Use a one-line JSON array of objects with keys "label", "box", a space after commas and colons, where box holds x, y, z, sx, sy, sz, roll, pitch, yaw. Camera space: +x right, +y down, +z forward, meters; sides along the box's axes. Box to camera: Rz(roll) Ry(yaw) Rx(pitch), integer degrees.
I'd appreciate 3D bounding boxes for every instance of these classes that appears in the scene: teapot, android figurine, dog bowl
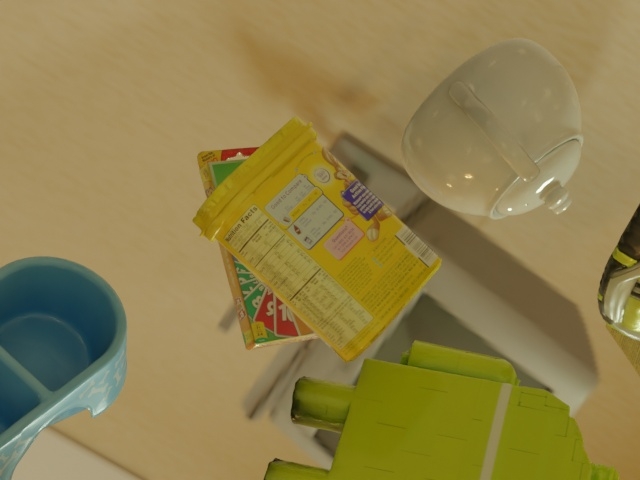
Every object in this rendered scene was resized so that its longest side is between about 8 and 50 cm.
[{"label": "teapot", "box": [0.235, -0.115, 1.633, 0.256, 0.187, 0.252, -26, 158, -34]}, {"label": "android figurine", "box": [0.098, 0.187, 1.051, 0.056, 0.272, 0.248, 85, 18, -49]}, {"label": "dog bowl", "box": [-0.292, 0.119, 1.180, 0.297, 0.166, 0.074, -39, 164, -43]}]

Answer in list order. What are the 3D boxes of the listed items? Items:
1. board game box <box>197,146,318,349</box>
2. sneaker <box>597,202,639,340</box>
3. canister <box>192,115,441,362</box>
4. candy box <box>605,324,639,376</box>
[{"label": "board game box", "box": [-0.067, 0.001, 1.637, 0.039, 0.124, 0.259, -38, -115, 53]}, {"label": "sneaker", "box": [0.326, -0.029, 0.984, 0.145, 0.147, 0.385, -52, 167, -36]}, {"label": "canister", "box": [0.000, 0.000, 1.057, 0.126, 0.170, 0.073, -45, 178, -33]}, {"label": "candy box", "box": [0.435, 0.141, 1.564, 0.053, 0.109, 0.187, 96, -25, -44]}]
